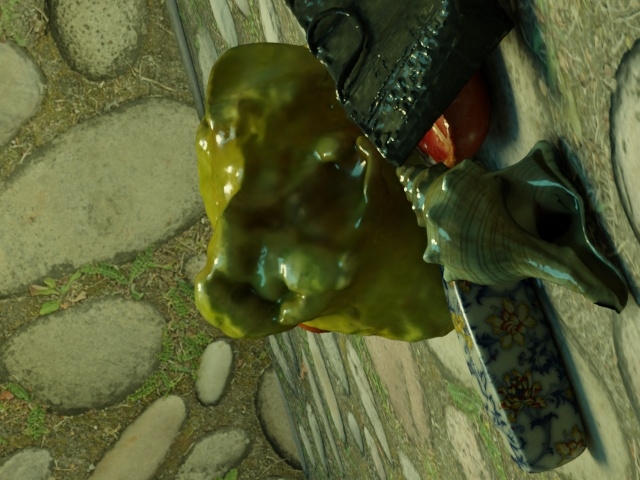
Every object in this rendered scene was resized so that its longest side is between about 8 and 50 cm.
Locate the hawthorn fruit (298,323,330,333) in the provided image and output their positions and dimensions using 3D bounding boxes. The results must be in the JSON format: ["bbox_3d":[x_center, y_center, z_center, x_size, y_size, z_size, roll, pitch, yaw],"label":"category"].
[{"bbox_3d":[0.000,0.000,2.205,0.207,0.243,0.207,27,175,2],"label":"hawthorn fruit"}]

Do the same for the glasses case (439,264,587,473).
[{"bbox_3d":[0.190,0.111,1.585,0.248,0.087,0.065,71,158,6],"label":"glasses case"}]

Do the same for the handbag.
[{"bbox_3d":[0.062,-0.203,1.440,0.089,0.175,0.270,21,-150,-40],"label":"handbag"}]

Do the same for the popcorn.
[{"bbox_3d":[0.004,-0.047,1.701,0.293,0.292,0.334,65,-169,-52],"label":"popcorn"}]

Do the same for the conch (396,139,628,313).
[{"bbox_3d":[0.171,-0.022,1.400,0.114,0.234,0.137,17,-96,-73],"label":"conch"}]

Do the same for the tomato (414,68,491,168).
[{"bbox_3d":[0.120,-0.146,1.532,0.155,0.069,0.155,160,90,-77],"label":"tomato"}]
